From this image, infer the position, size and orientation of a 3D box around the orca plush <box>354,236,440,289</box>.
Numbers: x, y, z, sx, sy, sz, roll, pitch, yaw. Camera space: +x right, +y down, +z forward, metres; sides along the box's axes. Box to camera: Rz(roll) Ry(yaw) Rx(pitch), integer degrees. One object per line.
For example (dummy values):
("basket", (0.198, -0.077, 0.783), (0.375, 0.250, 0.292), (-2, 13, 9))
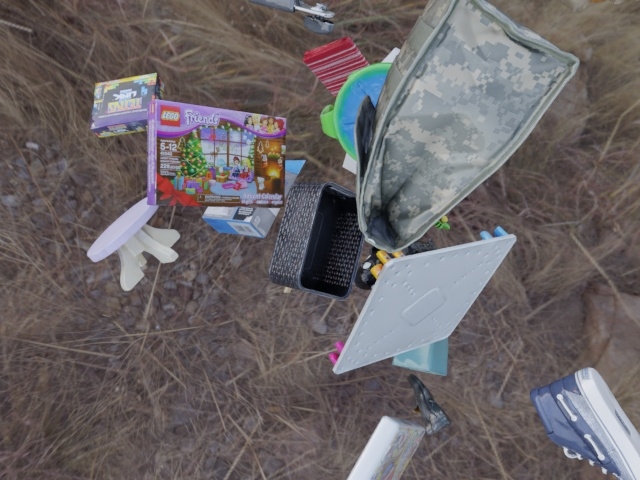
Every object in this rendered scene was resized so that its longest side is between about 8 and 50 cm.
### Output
("orca plush", (0.232, 0.065, 1.370), (0.287, 0.102, 0.151), (-5, 89, -25))

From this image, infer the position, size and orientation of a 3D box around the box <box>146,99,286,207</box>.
("box", (-0.209, -0.169, 1.055), (0.293, 0.057, 0.201), (-2, 95, -36))

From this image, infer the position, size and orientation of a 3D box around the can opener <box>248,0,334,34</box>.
("can opener", (-0.091, -0.697, 1.539), (0.283, 0.095, 0.076), (19, 36, 14))

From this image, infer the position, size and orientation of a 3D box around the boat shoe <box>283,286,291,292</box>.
("boat shoe", (-0.060, 0.096, 1.529), (0.059, 0.063, 0.170), (22, 116, -13))

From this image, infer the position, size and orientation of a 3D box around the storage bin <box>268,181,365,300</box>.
("storage bin", (0.000, 0.000, 0.851), (0.122, 0.084, 0.180), (19, 83, -41))

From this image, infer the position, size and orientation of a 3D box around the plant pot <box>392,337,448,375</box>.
("plant pot", (0.411, 0.399, 2.010), (0.165, 0.165, 0.234), (30, 68, -50))

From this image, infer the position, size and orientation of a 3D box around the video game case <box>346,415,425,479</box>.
("video game case", (0.060, 0.341, 0.667), (0.026, 0.206, 0.227), (27, 81, 28))

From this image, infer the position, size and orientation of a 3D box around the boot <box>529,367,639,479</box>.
("boot", (0.346, 0.256, 0.631), (0.069, 0.086, 0.190), (-16, 75, -56))

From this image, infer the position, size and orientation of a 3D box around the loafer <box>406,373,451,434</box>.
("loafer", (0.244, 0.390, 1.217), (0.061, 0.170, 0.062), (-39, 119, 3))

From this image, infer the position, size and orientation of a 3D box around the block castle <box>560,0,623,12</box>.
("block castle", (0.537, -0.584, 0.841), (0.453, 0.303, 0.213), (-23, 68, -31))

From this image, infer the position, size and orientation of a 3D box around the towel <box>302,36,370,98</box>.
("towel", (0.090, -0.575, 1.750), (0.275, 0.199, 0.031), (38, 56, -43))

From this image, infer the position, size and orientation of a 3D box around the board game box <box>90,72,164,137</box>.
("board game box", (-0.489, -0.343, 1.285), (0.170, 0.048, 0.141), (-7, 67, 7))

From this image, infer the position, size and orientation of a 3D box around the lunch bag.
("lunch bag", (0.133, -0.146, 0.628), (0.169, 0.287, 0.235), (29, 28, -5))

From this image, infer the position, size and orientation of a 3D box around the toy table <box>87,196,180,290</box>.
("toy table", (-0.555, 0.008, 1.552), (0.274, 0.252, 0.161), (-49, 120, -28))

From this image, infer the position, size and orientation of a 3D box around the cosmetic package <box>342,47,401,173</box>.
("cosmetic package", (0.208, -0.369, 1.569), (0.155, 0.365, 0.197), (30, 54, 9))

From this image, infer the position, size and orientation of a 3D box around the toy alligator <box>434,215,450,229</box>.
("toy alligator", (0.449, -0.105, 2.033), (0.190, 0.056, 0.051), (48, 53, -9))

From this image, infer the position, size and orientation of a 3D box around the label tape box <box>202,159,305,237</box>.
("label tape box", (-0.231, -0.181, 1.765), (0.106, 0.240, 0.334), (48, 58, -44))

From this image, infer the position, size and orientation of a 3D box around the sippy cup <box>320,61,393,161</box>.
("sippy cup", (0.172, -0.306, 1.182), (0.305, 0.240, 0.224), (30, 32, 5))

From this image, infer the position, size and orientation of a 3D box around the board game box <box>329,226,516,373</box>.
("board game box", (0.235, 0.143, 1.210), (0.390, 0.390, 0.050), (-10, 48, -31))
